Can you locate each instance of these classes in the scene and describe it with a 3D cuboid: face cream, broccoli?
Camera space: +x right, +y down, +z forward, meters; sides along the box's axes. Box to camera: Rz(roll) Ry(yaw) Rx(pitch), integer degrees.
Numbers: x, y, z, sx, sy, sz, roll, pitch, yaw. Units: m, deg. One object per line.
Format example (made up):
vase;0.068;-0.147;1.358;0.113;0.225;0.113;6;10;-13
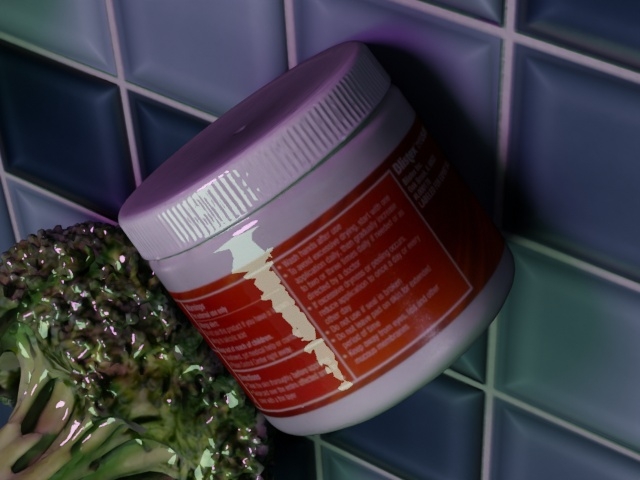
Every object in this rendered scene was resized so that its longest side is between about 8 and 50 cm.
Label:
face cream;0.000;0.000;0.999;0.201;0.201;0.187;-20;111;50
broccoli;-0.196;0.149;1.285;0.249;0.302;0.375;-119;6;-53
